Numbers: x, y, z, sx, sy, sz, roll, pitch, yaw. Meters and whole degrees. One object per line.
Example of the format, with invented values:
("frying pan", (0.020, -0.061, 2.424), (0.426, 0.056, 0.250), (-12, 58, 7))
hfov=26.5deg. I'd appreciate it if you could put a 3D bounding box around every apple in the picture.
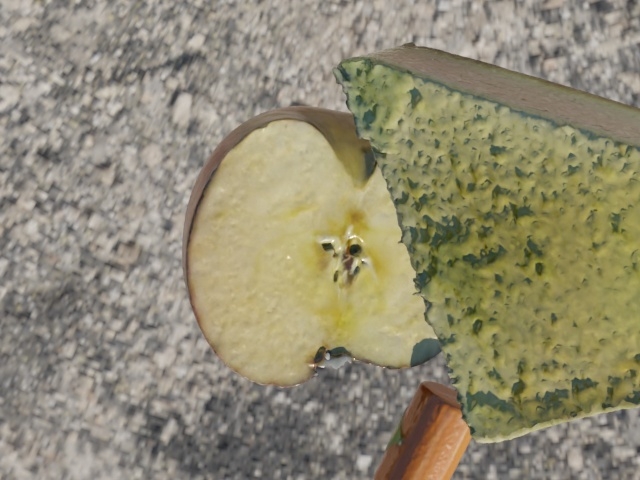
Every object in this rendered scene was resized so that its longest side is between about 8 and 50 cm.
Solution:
("apple", (0.000, 0.000, 1.292), (0.292, 0.163, 0.251), (5, 98, -18))

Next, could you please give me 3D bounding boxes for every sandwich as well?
("sandwich", (0.109, -0.019, 0.599), (0.162, 0.058, 0.193), (-21, 91, 38))

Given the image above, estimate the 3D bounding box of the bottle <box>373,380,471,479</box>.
("bottle", (0.084, 0.227, 1.284), (0.069, 0.069, 0.187), (25, 97, -8))
